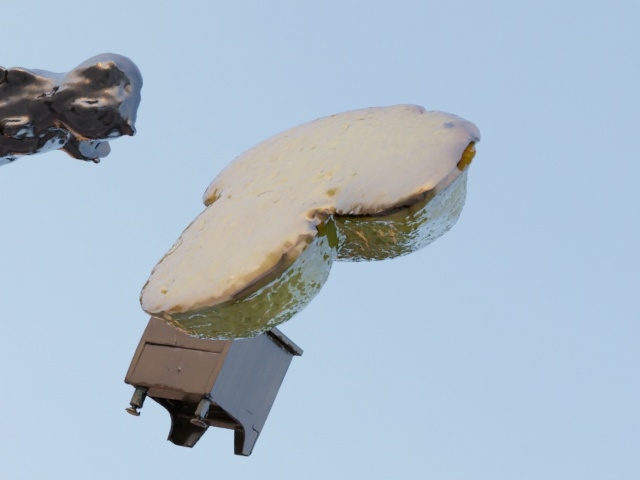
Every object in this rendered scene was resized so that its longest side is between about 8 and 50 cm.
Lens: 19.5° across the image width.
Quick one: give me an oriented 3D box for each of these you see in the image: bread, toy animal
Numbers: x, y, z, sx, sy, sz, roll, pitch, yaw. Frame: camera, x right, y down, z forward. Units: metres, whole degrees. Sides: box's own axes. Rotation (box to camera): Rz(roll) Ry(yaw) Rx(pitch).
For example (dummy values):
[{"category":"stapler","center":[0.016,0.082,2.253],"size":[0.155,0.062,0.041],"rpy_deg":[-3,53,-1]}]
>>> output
[{"category":"bread","center":[0.000,0.000,0.877],"size":[0.188,0.149,0.065],"rpy_deg":[-6,-57,46]},{"category":"toy animal","center":[-0.296,-0.090,1.466],"size":[0.343,0.168,0.106],"rpy_deg":[-6,-100,6]}]

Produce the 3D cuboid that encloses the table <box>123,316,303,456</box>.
[{"category":"table","center":[-0.075,0.089,1.224],"size":[0.083,0.082,0.070],"rpy_deg":[5,-26,39]}]
